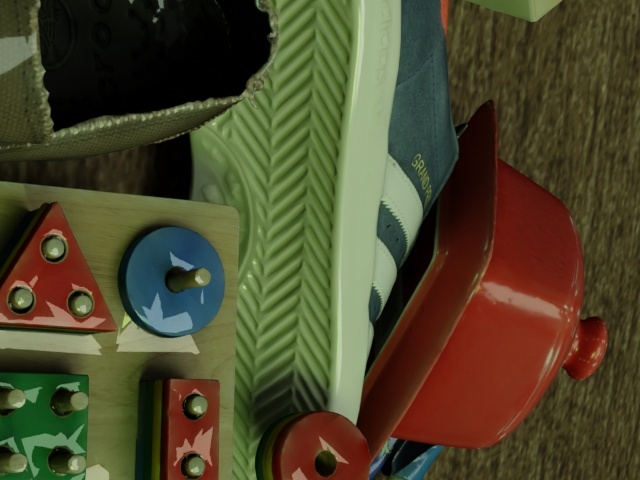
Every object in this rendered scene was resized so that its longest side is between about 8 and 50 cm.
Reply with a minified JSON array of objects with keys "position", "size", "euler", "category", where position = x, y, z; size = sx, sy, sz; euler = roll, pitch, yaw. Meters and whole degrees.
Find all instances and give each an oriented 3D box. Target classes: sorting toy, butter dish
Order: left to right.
[{"position":[-0.096,0.043,0.690],"size":[0.274,0.046,0.132],"euler":[6,82,-29],"category":"sorting toy"},{"position":[0.092,0.038,0.894],"size":[0.160,0.118,0.160],"euler":[-82,-162,-55],"category":"butter dish"}]

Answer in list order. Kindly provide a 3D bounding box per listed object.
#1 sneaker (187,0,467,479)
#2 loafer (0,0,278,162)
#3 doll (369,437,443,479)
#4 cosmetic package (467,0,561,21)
[{"position":[0.000,0.000,0.838],"size":[0.148,0.131,0.350],"euler":[-25,135,-56],"category":"sneaker"},{"position":[-0.151,-0.087,0.588],"size":[0.366,0.130,0.134],"euler":[-10,96,-51],"category":"loafer"},{"position":[0.044,0.106,1.003],"size":[0.189,0.046,0.129],"euler":[-25,126,-46],"category":"doll"},{"position":[0.096,-0.178,0.902],"size":[0.041,0.060,0.115],"euler":[-39,136,-30],"category":"cosmetic package"}]
